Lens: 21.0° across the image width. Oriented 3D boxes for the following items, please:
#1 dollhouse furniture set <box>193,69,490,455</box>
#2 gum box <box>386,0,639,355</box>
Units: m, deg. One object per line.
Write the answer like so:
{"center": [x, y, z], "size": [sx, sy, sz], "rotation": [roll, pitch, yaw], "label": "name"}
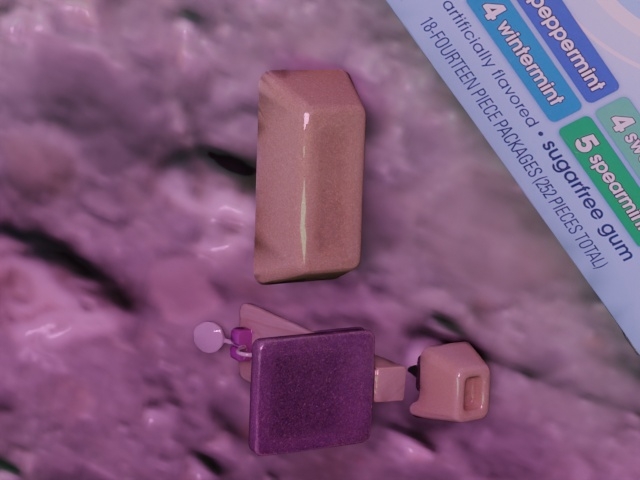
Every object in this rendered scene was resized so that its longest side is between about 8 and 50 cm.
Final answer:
{"center": [0.000, 0.000, 0.558], "size": [0.081, 0.091, 0.114], "rotation": [17, 108, 57], "label": "dollhouse furniture set"}
{"center": [0.124, -0.070, 0.454], "size": [0.184, 0.041, 0.157], "rotation": [-28, 110, 30], "label": "gum box"}
